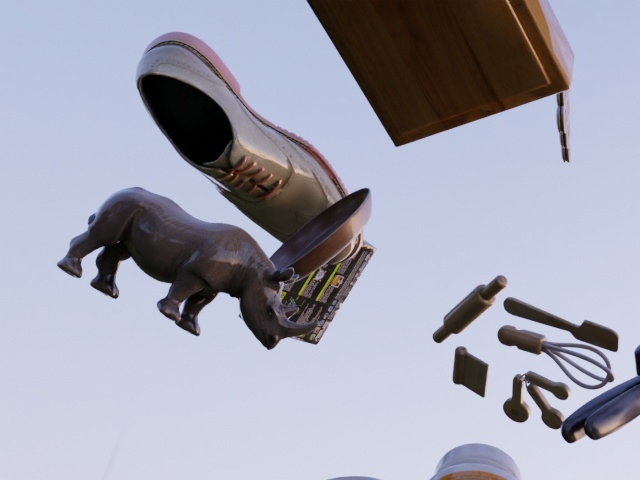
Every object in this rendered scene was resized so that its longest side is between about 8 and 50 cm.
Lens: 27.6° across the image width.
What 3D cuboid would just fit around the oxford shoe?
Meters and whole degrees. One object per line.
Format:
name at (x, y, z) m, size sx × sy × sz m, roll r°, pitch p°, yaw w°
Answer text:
oxford shoe at (-0.103, -0.096, 1.724) m, size 0.397 × 0.146 × 0.140 m, roll 43°, pitch -67°, yaw -12°

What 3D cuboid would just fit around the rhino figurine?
rhino figurine at (-0.112, 0.029, 1.205) m, size 0.243 × 0.106 × 0.073 m, roll 23°, pitch -12°, yaw 9°

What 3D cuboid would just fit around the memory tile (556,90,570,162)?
memory tile at (0.327, -0.189, 1.758) m, size 0.012 × 0.148 × 0.113 m, roll -2°, pitch -28°, yaw 15°

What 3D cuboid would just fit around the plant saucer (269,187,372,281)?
plant saucer at (0.000, 0.000, 1.544) m, size 0.029 × 0.168 × 0.168 m, roll 50°, pitch -36°, yaw -10°

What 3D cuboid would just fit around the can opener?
can opener at (0.279, 0.146, 1.202) m, size 0.059 × 0.186 × 0.073 m, roll -30°, pitch -95°, yaw 49°

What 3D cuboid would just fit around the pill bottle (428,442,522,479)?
pill bottle at (0.160, 0.321, 1.370) m, size 0.136 × 0.245 × 0.136 m, roll 4°, pitch -66°, yaw 8°

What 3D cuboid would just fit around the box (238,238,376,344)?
box at (-0.017, 0.064, 2.027) m, size 0.045 × 0.190 × 0.184 m, roll 37°, pitch 9°, yaw 36°

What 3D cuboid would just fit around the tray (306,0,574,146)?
tray at (0.071, -0.291, 1.270) m, size 0.203 × 0.076 × 0.411 m, roll -18°, pitch -57°, yaw 27°

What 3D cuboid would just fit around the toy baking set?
toy baking set at (0.246, 0.128, 1.559) m, size 0.197 × 0.030 × 0.256 m, roll 40°, pitch -39°, yaw 5°

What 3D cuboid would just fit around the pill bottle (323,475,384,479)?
pill bottle at (0.035, 0.335, 1.171) m, size 0.121 × 0.121 × 0.221 m, roll -3°, pitch -75°, yaw 35°
